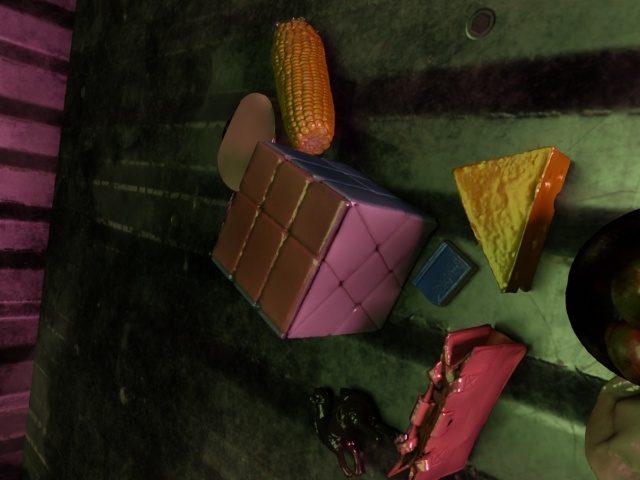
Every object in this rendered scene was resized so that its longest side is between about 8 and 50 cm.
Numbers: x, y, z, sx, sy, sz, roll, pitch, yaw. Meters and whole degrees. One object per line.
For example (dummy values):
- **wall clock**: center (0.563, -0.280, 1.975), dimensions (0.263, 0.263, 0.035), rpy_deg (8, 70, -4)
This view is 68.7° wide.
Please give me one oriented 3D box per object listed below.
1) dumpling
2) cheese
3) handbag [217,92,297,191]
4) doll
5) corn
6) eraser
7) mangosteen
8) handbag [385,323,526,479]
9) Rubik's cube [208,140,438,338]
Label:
- **dumpling**: center (0.371, 0.199, 0.487), dimensions (0.176, 0.093, 0.150), rpy_deg (-53, 40, 36)
- **cheese**: center (0.252, -0.018, 0.606), dimensions (0.126, 0.093, 0.171), rpy_deg (-6, 83, 40)
- **handbag**: center (-0.109, -0.193, 0.940), dimensions (0.179, 0.116, 0.205), rpy_deg (48, 118, 35)
- **doll**: center (0.039, 0.313, 0.805), dimensions (0.165, 0.057, 0.139), rpy_deg (50, 122, 39)
- **corn**: center (-0.030, -0.282, 0.854), dimensions (0.106, 0.106, 0.305), rpy_deg (-35, 52, 35)
- **eraser**: center (0.185, 0.050, 0.707), dimensions (0.063, 0.027, 0.084), rpy_deg (49, 118, 32)
- **mangosteen**: center (0.334, 0.055, 0.431), dimensions (0.194, 0.230, 0.194), rpy_deg (0, 91, 24)
- **handbag**: center (0.177, 0.217, 0.612), dimensions (0.059, 0.157, 0.212), rpy_deg (31, 107, 40)
- **Rubik's cube**: center (0.000, 0.000, 0.749), dimensions (0.225, 0.231, 0.221), rpy_deg (39, 112, 40)
